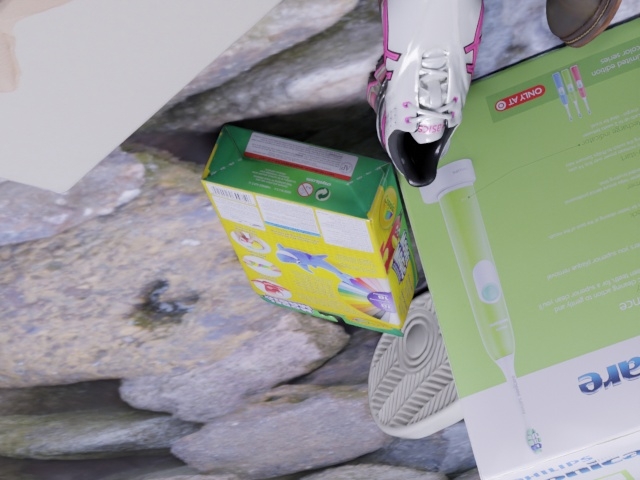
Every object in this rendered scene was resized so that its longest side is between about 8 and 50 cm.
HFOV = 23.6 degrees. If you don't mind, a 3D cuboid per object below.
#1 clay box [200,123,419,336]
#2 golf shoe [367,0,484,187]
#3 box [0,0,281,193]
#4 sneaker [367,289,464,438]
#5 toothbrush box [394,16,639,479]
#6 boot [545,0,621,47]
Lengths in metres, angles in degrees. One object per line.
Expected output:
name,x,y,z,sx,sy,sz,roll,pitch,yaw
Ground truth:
clay box,0.000,0.000,1.140,0.127,0.053,0.222,14,159,16
golf shoe,0.073,-0.109,0.987,0.068,0.086,0.186,-9,151,-7
box,-0.096,-0.166,0.741,0.121,0.148,0.311,15,141,-41
sneaker,0.188,0.081,1.345,0.148,0.131,0.350,15,141,-36
toothbrush box,0.185,0.018,1.061,0.206,0.283,0.122,-22,151,14
boot,0.136,-0.191,0.899,0.106,0.082,0.219,12,155,0
